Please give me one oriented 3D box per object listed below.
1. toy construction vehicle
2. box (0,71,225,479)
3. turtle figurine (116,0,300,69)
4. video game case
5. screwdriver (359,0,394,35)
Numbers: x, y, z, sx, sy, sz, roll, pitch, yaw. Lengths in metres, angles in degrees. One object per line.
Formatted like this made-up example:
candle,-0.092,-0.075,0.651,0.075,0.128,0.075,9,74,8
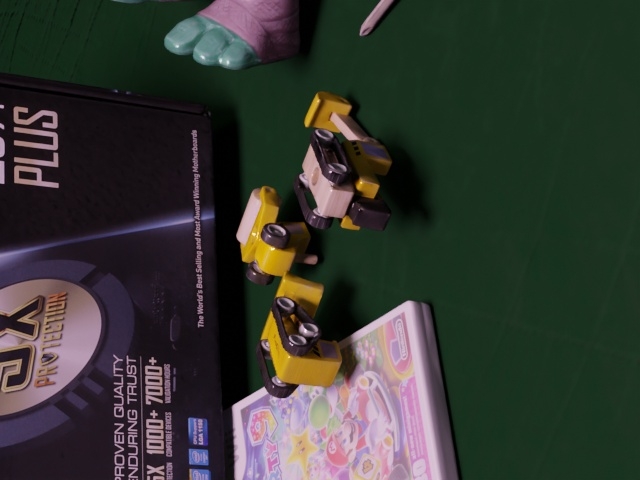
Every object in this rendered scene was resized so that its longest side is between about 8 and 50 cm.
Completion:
toy construction vehicle,0.000,0.000,0.696,0.098,0.035,0.086,-111,37,-57
box,-0.121,0.031,0.745,0.077,0.147,0.180,-35,53,57
turtle figurine,-0.032,-0.195,0.727,0.175,0.118,0.234,-115,30,-62
video game case,0.004,0.084,0.689,0.122,0.011,0.087,-34,55,43
screwdriver,0.057,-0.133,0.672,0.025,0.024,0.170,54,130,9
